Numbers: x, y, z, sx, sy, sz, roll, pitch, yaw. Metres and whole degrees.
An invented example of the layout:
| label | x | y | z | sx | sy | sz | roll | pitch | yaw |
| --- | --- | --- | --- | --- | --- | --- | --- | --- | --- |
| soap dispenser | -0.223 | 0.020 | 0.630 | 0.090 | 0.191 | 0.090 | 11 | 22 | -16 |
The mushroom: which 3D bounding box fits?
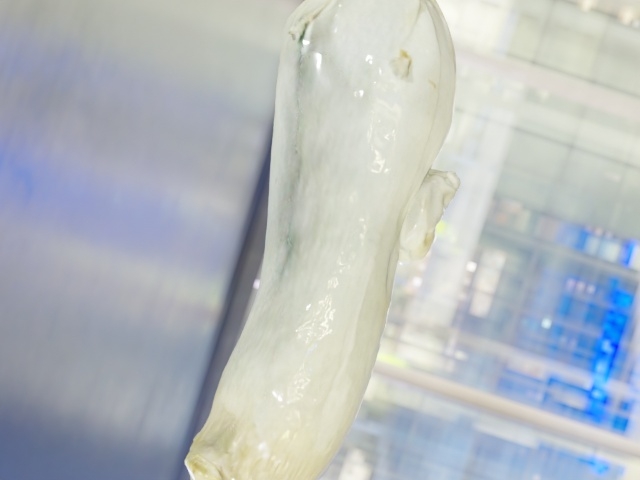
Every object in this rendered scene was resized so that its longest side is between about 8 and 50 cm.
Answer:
| label | x | y | z | sx | sy | sz | roll | pitch | yaw |
| --- | --- | --- | --- | --- | --- | --- | --- | --- | --- |
| mushroom | 0.002 | -0.001 | 0.789 | 0.096 | 0.099 | 0.278 | -1 | -111 | 43 |
